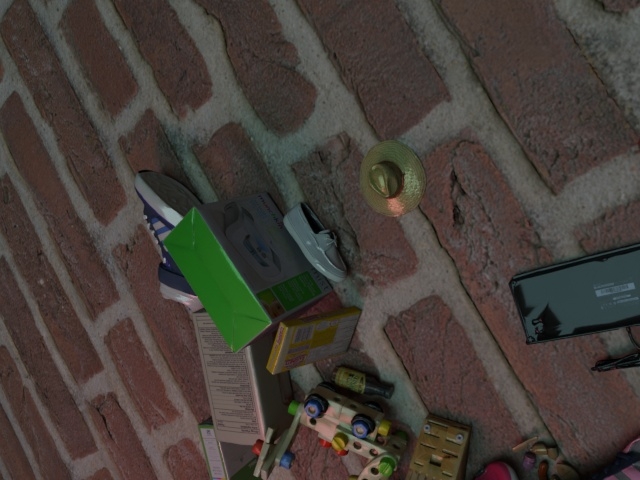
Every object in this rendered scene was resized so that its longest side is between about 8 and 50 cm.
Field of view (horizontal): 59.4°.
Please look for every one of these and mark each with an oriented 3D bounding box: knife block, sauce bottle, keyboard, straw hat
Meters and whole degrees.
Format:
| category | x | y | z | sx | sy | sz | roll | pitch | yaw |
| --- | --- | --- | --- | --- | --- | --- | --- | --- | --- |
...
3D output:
| category | x | y | z | sx | sy | sz | roll | pitch | yaw |
| --- | --- | --- | --- | --- | --- | --- | --- | --- | --- |
| knife block | 0.225 | 0.513 | 1.095 | 0.088 | 0.242 | 0.276 | 11 | 60 | 27 |
| sauce bottle | 0.085 | 0.291 | 1.144 | 0.128 | 0.042 | 0.042 | 10 | 104 | 28 |
| keyboard | 0.479 | 0.114 | 0.886 | 0.317 | 0.033 | 0.202 | -19 | 83 | 32 |
| straw hat | 0.119 | -0.111 | 1.034 | 0.144 | 0.061 | 0.145 | 6 | 102 | 29 |

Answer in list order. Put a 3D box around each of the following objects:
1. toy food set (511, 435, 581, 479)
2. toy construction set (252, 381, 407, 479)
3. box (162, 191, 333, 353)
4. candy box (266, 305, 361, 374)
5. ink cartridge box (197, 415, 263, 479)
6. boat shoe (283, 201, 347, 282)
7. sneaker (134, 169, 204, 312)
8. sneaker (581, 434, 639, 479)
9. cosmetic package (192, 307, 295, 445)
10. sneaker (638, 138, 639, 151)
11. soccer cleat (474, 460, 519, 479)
| category | x | y | z | sx | sy | sz | roll | pitch | yaw |
| --- | --- | --- | --- | --- | --- | --- | --- | --- | --- |
| toy food set | 0.403 | 0.401 | 0.996 | 0.122 | 0.019 | 0.078 | 49 | 120 | 4 |
| toy construction set | 0.033 | 0.418 | 1.124 | 0.327 | 0.151 | 0.215 | 14 | 108 | 4 |
| box | -0.139 | 0.054 | 1.117 | 0.127 | 0.231 | 0.262 | -40 | 78 | 31 |
| candy box | -0.008 | 0.189 | 1.085 | 0.027 | 0.206 | 0.105 | 36 | 116 | 36 |
| ink cartridge box | -0.209 | 0.509 | 1.320 | 0.062 | 0.109 | 0.209 | -12 | 94 | 32 |
| boat shoe | 0.000 | 0.000 | 1.130 | 0.063 | 0.066 | 0.184 | -48 | 65 | 29 |
| sneaker | -0.348 | 0.019 | 1.290 | 0.323 | 0.130 | 0.236 | 40 | 113 | 11 |
| sneaker | 0.491 | 0.385 | 0.899 | 0.319 | 0.112 | 0.131 | -19 | 68 | 25 |
| cosmetic package | -0.164 | 0.282 | 1.238 | 0.153 | 0.129 | 0.296 | -5 | 97 | 30 |
| sneaker | 0.566 | -0.030 | 0.733 | 0.180 | 0.124 | 0.321 | -23 | 77 | 30 |
| soccer cleat | 0.325 | 0.569 | 1.034 | 0.143 | 0.116 | 0.331 | 14 | 94 | -15 |
